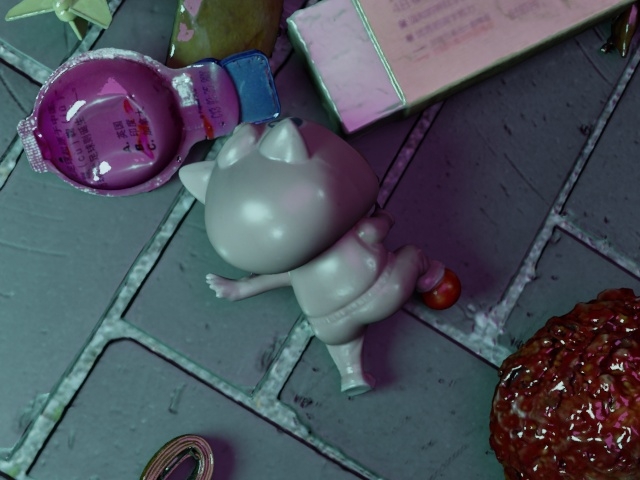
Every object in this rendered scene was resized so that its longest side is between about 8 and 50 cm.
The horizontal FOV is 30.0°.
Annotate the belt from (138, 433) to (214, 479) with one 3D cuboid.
[{"bbox_3d":[-0.133,0.221,1.115,0.059,0.036,0.083,41,75,-5],"label":"belt"}]

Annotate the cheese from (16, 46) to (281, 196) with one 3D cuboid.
[{"bbox_3d":[-0.161,-0.118,1.124,0.244,0.062,0.155,-16,122,0],"label":"cheese"}]

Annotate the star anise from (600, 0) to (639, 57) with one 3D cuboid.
[{"bbox_3d":[0.339,-0.281,1.301,0.167,0.057,0.168,1,81,-8],"label":"star anise"}]

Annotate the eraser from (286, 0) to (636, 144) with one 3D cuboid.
[{"bbox_3d":[0.146,-0.232,1.213,0.343,0.078,0.144,-26,87,-6],"label":"eraser"}]

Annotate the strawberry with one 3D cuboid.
[{"bbox_3d":[0.312,0.173,1.133,0.274,0.220,0.274,2,83,-16],"label":"strawberry"}]

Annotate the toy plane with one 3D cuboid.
[{"bbox_3d":[-0.209,-0.300,1.147,0.229,0.092,0.244,7,64,19],"label":"toy plane"}]

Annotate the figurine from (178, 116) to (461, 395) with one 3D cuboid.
[{"bbox_3d":[0.000,0.000,1.145,0.287,0.176,0.186,46,31,-18],"label":"figurine"}]

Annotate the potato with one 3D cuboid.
[{"bbox_3d":[-0.087,-0.237,1.172,0.120,0.100,0.261,10,78,-11],"label":"potato"}]
